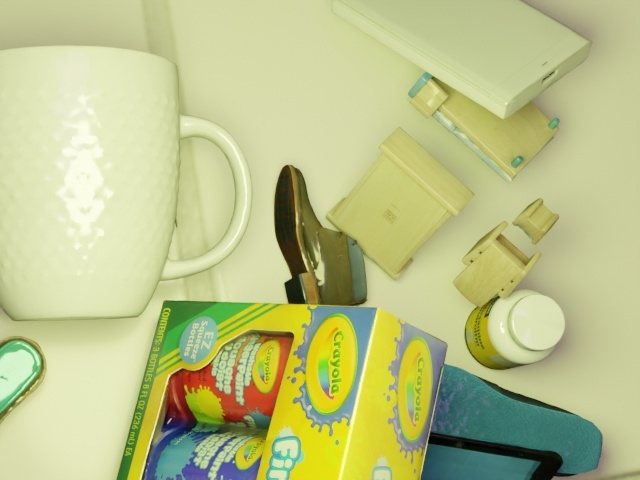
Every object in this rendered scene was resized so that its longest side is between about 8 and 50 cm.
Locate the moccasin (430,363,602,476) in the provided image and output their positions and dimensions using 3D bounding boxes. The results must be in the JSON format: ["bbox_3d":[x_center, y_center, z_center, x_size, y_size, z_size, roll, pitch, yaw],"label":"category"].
[{"bbox_3d":[0.215,0.260,1.907,0.342,0.117,0.138,23,77,-9],"label":"moccasin"}]

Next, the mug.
[{"bbox_3d":[-0.271,-0.062,1.797,0.374,0.276,0.328,0,86,-16],"label":"mug"}]

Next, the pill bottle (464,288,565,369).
[{"bbox_3d":[0.270,0.121,1.902,0.103,0.184,0.103,2,80,-10],"label":"pill bottle"}]

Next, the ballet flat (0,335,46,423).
[{"bbox_3d":[-0.480,0.249,1.784,0.316,0.106,0.107,-40,95,-20],"label":"ballet flat"}]

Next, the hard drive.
[{"bbox_3d":[0.197,-0.300,1.936,0.307,0.040,0.203,36,52,24],"label":"hard drive"}]

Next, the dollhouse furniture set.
[{"bbox_3d":[0.212,-0.088,1.962,0.286,0.198,0.303,42,54,3],"label":"dollhouse furniture set"}]

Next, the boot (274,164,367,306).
[{"bbox_3d":[0.000,0.000,1.940,0.106,0.082,0.219,-5,86,-26],"label":"boot"}]

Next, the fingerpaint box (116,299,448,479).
[{"bbox_3d":[-0.074,0.306,1.695,0.163,0.371,0.445,29,68,-46],"label":"fingerpaint box"}]

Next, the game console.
[{"bbox_3d":[0.147,0.381,1.837,0.293,0.173,0.250,10,82,-8],"label":"game console"}]
